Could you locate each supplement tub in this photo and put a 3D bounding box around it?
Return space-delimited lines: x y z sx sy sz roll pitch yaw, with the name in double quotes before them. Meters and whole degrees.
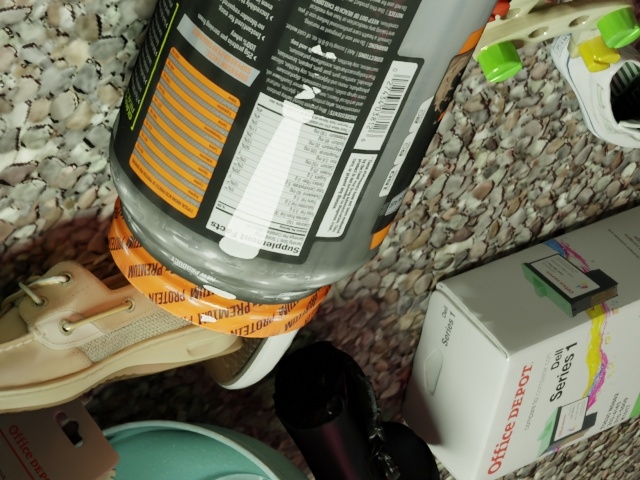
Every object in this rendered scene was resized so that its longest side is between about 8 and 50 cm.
"supplement tub" -0.016 -0.114 1.166 0.207 0.207 0.338 -6 133 -41

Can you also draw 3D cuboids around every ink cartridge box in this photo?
"ink cartridge box" 0.236 0.104 1.730 0.278 0.117 0.201 -19 140 -29
"ink cartridge box" -0.244 0.211 1.374 0.198 0.115 0.067 -41 145 -1

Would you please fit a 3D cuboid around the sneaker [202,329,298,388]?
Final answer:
"sneaker" 0.000 0.000 1.393 0.123 0.106 0.290 1 126 -42

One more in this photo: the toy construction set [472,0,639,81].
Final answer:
"toy construction set" 0.189 -0.237 1.244 0.215 0.151 0.328 -9 144 -30

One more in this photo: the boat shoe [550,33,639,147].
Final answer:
"boat shoe" 0.275 -0.123 1.558 0.083 0.076 0.226 -49 145 10

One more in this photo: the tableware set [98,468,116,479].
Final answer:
"tableware set" -0.167 0.251 1.393 0.039 0.194 0.128 1 98 -70

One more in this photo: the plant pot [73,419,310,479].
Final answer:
"plant pot" -0.097 0.291 1.492 0.293 0.293 0.196 -51 165 13

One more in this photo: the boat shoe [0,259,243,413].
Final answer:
"boat shoe" -0.193 0.064 1.293 0.302 0.109 0.098 -12 96 -36

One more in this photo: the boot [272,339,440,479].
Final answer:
"boot" 0.034 0.175 1.607 0.094 0.246 0.207 -19 112 10
